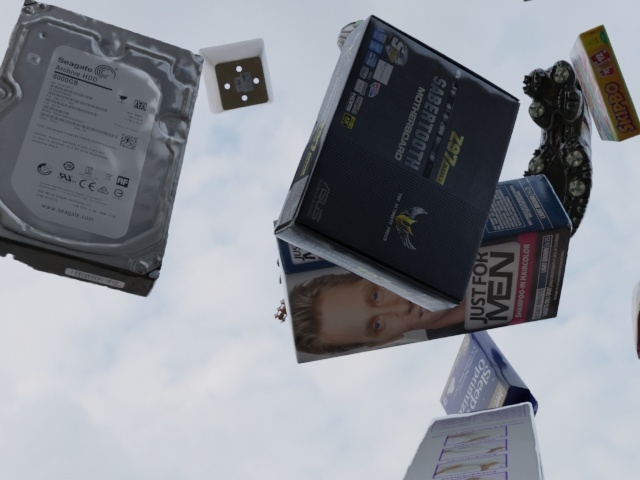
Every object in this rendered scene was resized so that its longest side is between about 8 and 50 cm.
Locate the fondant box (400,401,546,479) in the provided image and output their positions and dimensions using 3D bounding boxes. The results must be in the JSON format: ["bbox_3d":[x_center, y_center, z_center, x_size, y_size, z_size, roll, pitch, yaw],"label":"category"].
[{"bbox_3d":[0.126,0.258,0.623,0.096,0.238,0.330,-10,-4,10],"label":"fondant box"}]

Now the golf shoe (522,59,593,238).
[{"bbox_3d":[0.370,-0.128,1.343,0.105,0.272,0.120,-2,-7,38],"label":"golf shoe"}]

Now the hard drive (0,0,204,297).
[{"bbox_3d":[-0.279,-0.118,1.071,0.237,0.338,0.064,17,-34,-16],"label":"hard drive"}]

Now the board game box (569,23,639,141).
[{"bbox_3d":[0.335,-0.180,1.073,0.039,0.259,0.124,-20,-89,17],"label":"board game box"}]

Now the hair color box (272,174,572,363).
[{"bbox_3d":[0.125,0.038,1.135,0.348,0.105,0.173,-10,-47,-3],"label":"hair color box"}]

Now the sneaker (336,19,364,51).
[{"bbox_3d":[0.104,-0.192,1.414,0.146,0.343,0.134,-23,-13,-6],"label":"sneaker"}]

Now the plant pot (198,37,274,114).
[{"bbox_3d":[-0.130,-0.255,1.433,0.109,0.096,0.108,-12,-71,-6],"label":"plant pot"}]

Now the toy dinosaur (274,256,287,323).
[{"bbox_3d":[0.000,0.000,1.609,0.322,0.164,0.218,-36,-12,-24],"label":"toy dinosaur"}]

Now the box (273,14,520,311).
[{"bbox_3d":[0.079,-0.073,0.865,0.183,0.232,0.059,27,-20,-18],"label":"box"}]

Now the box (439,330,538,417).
[{"bbox_3d":[0.236,0.231,1.293,0.037,0.225,0.136,13,-73,-15],"label":"box"}]

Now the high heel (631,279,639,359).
[{"bbox_3d":[0.472,0.057,1.175,0.117,0.082,0.244,3,-66,13],"label":"high heel"}]
